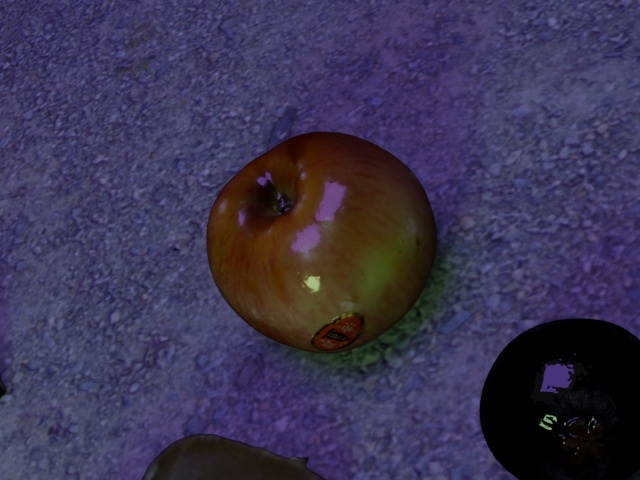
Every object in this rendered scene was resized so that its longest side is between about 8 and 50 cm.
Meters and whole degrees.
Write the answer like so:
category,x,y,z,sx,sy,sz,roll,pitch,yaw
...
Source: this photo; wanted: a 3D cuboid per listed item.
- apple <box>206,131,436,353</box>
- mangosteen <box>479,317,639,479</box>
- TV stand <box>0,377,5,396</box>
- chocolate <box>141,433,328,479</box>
category,x,y,z,sx,sy,sz,roll,pitch,yaw
apple,0.000,0.000,1.079,0.209,0.164,0.209,-18,46,20
mangosteen,0.184,0.116,0.909,0.137,0.137,0.151,-27,10,9
TV stand,-0.462,0.192,1.244,0.269,0.088,0.083,-37,45,-2
chocolate,-0.090,0.278,0.932,0.161,0.083,0.261,22,50,3
